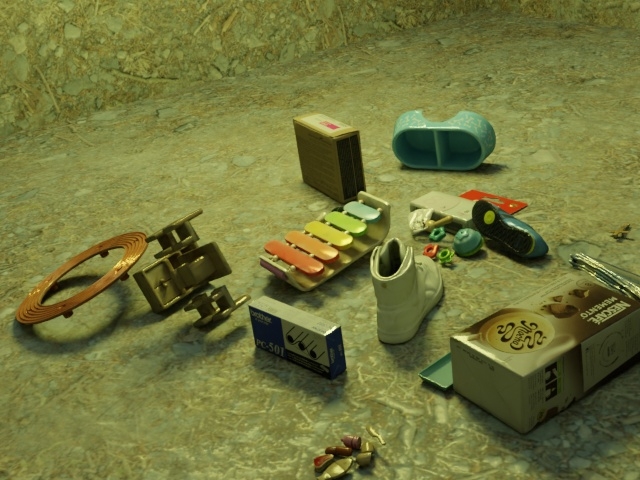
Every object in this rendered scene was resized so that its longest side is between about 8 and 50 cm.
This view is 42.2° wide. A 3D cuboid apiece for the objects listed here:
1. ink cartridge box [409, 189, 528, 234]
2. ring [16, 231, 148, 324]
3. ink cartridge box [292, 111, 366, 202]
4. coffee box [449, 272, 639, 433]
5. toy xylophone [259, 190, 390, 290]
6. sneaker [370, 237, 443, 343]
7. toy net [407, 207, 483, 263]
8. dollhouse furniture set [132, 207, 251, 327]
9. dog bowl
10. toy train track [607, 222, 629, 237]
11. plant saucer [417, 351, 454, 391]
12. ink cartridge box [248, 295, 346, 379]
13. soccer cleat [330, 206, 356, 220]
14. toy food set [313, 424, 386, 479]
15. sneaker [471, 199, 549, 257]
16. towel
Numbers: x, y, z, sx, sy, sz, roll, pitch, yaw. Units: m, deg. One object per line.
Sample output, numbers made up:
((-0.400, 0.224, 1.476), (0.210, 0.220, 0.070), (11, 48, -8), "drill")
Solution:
((0.367, -0.091, 2.053), (0.232, 0.066, 0.189), (-30, 33, -31), "ink cartridge box")
((-0.527, 0.087, 1.861), (0.337, 0.032, 0.336), (-25, 23, 11), "ring")
((0.024, -0.230, 2.273), (0.088, 0.193, 0.235), (-19, 29, -22), "ink cartridge box")
((0.387, 0.182, 1.406), (0.297, 0.118, 0.168), (-22, 29, -27), "coffee box")
((0.000, 0.000, 1.892), (0.323, 0.081, 0.236), (-38, 36, -29), "toy xylophone")
((0.177, 0.060, 1.663), (0.108, 0.169, 0.292), (0, 25, 20), "sneaker")
((0.269, -0.007, 1.928), (0.122, 0.045, 0.232), (-44, 32, -9), "toy net")
((-0.258, 0.053, 1.757), (0.242, 0.212, 0.161), (-20, 11, 48), "dollhouse furniture set")
((0.337, -0.274, 2.326), (0.297, 0.165, 0.074), (4, 39, 23), "dog bowl")
((0.677, -0.020, 1.867), (0.048, 0.014, 0.083), (5, 22, 39), "toy train track")
((0.262, 0.214, 1.493), (0.192, 0.018, 0.067), (-28, 32, -34), "plant saucer")
((-0.046, 0.180, 1.557), (0.207, 0.097, 0.046), (17, 35, 42), "ink cartridge box")
((0.073, -0.036, 2.018), (0.072, 0.060, 0.179), (-37, 36, -24), "soccer cleat")
((0.040, 0.337, 1.301), (0.122, 0.019, 0.078), (-24, 29, -16), "toy food set")
((0.426, -0.023, 1.870), (0.082, 0.069, 0.209), (8, 24, -40), "sneaker")
((0.605, 0.109, 1.502), (0.209, 0.034, 0.285), (17, 14, -30), "towel")
